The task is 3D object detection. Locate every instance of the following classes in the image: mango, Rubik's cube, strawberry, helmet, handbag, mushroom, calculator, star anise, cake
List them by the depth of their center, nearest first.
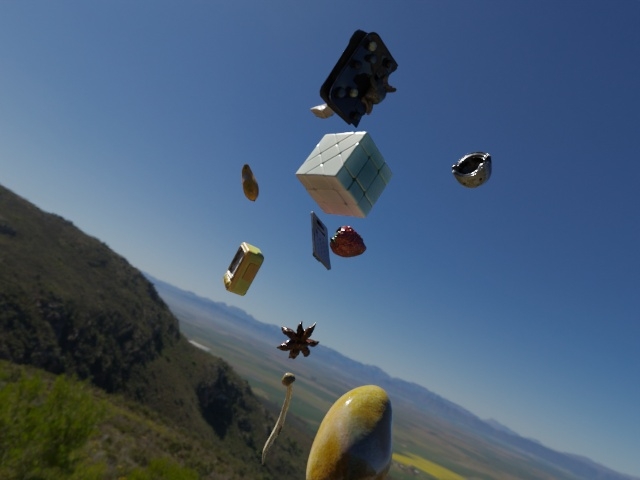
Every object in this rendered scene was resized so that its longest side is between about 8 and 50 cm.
[{"bbox_3d":[0.099,0.572,1.226,0.221,0.384,0.199,29,-38,11],"label":"mango"},{"bbox_3d":[-0.128,0.549,1.360,0.068,0.306,0.043,6,14,-41],"label":"mushroom"},{"bbox_3d":[0.614,-0.271,1.746,0.153,0.177,0.107,-14,-64,34],"label":"helmet"},{"bbox_3d":[0.175,-0.645,1.780,0.269,0.325,0.118,30,4,-44],"label":"handbag"},{"bbox_3d":[0.112,0.016,1.824,0.148,0.131,0.131,43,-13,4],"label":"strawberry"},{"bbox_3d":[0.008,-0.554,1.867,0.052,0.065,0.121,48,-14,-33],"label":"cake"},{"bbox_3d":[-0.332,-0.265,2.041,0.075,0.190,0.098,-12,-22,-19],"label":"mango"},{"bbox_3d":[0.000,0.000,2.051,0.021,0.261,0.161,-20,-40,20],"label":"calculator"},{"bbox_3d":[-0.106,0.481,2.072,0.196,0.212,0.111,14,29,5],"label":"star anise"},{"bbox_3d":[0.127,-0.341,2.275,0.319,0.322,0.316,10,-30,47],"label":"Rubik's cube"}]

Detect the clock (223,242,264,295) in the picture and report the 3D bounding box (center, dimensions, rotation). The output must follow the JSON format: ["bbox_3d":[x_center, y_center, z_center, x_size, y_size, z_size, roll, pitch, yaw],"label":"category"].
[{"bbox_3d":[-0.334,0.123,1.880,0.096,0.202,0.143,27,7,-24],"label":"clock"}]
